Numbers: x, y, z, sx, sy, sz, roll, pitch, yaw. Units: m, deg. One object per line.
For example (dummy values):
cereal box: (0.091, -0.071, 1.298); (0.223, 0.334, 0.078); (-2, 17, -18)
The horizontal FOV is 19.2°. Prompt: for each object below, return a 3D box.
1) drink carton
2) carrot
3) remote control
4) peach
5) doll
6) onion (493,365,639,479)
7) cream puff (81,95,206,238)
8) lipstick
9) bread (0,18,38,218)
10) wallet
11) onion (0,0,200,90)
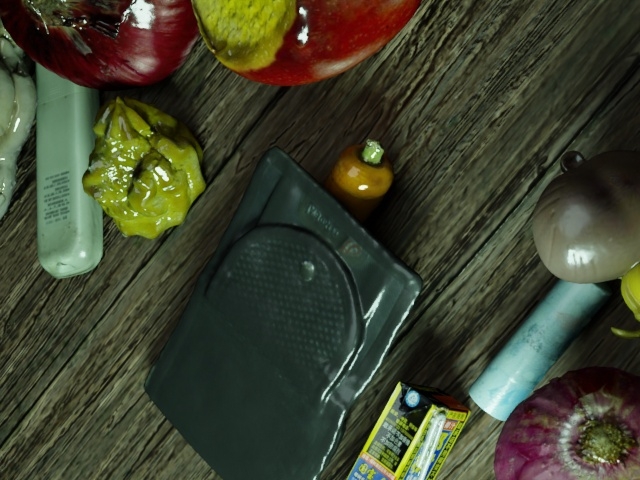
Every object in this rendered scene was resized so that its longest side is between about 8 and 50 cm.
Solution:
drink carton: (0.072, 0.218, 1.783); (0.056, 0.071, 0.165); (34, 102, 33)
carrot: (0.000, 0.000, 1.901); (0.061, 0.061, 0.256); (51, 121, 32)
remote control: (-0.289, -0.112, 2.141); (0.090, 0.038, 0.309); (-15, 71, 35)
peach: (-0.008, -0.281, 1.846); (0.245, 0.248, 0.274); (-5, 66, -4)
doll: (0.263, 0.007, 1.669); (0.145, 0.096, 0.188); (-8, 78, 1)
onion: (0.239, 0.196, 1.620); (0.177, 0.153, 0.177); (-15, 56, 24)
cream puff: (-0.199, -0.080, 2.022); (0.146, 0.116, 0.146); (-10, 72, 32)
lipstick: (0.201, 0.092, 1.729); (0.158, 0.048, 0.048); (-52, 55, 15)
bread: (-0.409, -0.185, 2.184); (0.183, 0.102, 0.337); (-30, 67, 45)
wallet: (-0.043, 0.100, 1.884); (0.247, 0.041, 0.323); (44, 119, 32)
onion: (-0.222, -0.302, 2.052); (0.273, 0.285, 0.273); (18, 126, 26)
